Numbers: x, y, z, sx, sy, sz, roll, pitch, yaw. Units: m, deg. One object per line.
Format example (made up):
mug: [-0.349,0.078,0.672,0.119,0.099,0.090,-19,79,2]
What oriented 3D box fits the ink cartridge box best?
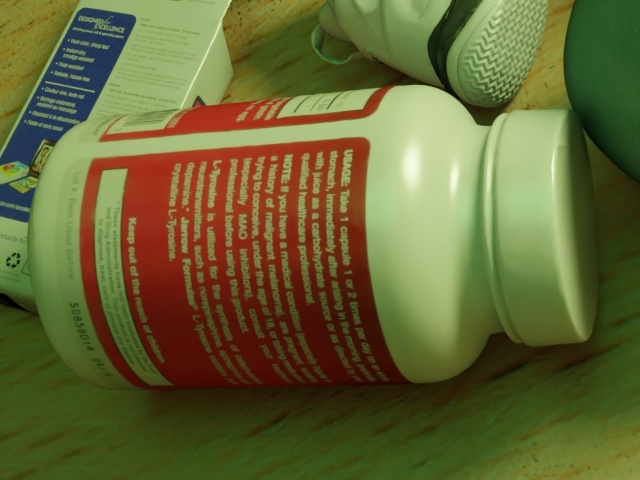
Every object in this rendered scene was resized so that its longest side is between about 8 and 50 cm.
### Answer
ink cartridge box: [-0.205,-0.102,1.325,0.176,0.069,0.371,13,71,28]

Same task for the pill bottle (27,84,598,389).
pill bottle: [0.000,0.000,1.088,0.408,0.229,0.229,-3,62,21]

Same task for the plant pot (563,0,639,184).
plant pot: [0.296,-0.141,1.043,0.195,0.290,0.290,-12,52,58]

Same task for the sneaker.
sneaker: [0.107,-0.309,1.223,0.210,0.137,0.366,13,91,30]
